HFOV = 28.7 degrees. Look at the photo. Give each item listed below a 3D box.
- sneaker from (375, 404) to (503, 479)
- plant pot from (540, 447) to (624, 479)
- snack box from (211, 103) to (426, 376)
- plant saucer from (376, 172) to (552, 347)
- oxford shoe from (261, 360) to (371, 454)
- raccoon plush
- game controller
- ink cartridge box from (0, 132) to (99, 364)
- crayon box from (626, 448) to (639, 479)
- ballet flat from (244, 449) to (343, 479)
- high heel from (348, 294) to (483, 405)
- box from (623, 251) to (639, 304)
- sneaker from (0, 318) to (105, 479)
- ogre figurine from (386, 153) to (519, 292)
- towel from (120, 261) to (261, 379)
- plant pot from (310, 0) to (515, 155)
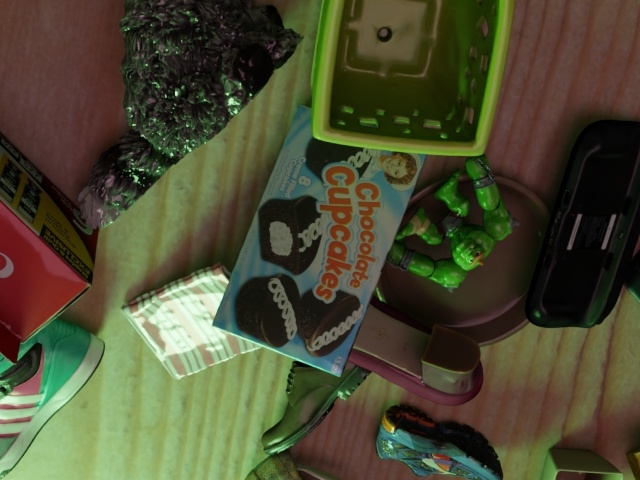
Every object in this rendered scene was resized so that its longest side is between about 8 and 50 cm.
[{"bbox_3d":[0.182,0.327,1.923,0.221,0.083,0.087,25,121,-11],"label":"sneaker"},{"bbox_3d":[0.396,0.382,1.953,0.108,0.096,0.109,5,111,-9],"label":"plant pot"},{"bbox_3d":[0.000,0.000,1.678,0.187,0.060,0.322,21,86,4],"label":"snack box"},{"bbox_3d":[0.212,0.028,1.815,0.277,0.041,0.278,-2,113,-6],"label":"plant saucer"},{"bbox_3d":[-0.020,0.226,1.857,0.096,0.083,0.227,43,103,1],"label":"oxford shoe"},{"bbox_3d":[-0.244,-0.240,1.570,0.446,0.216,0.299,-44,103,11],"label":"raccoon plush"},{"bbox_3d":[0.392,-0.018,1.789,0.166,0.067,0.319,4,111,-27],"label":"game controller"},{"bbox_3d":[-0.436,-0.032,1.583,0.130,0.272,0.309,-40,112,9],"label":"ink cartridge box"},{"bbox_3d":[0.625,0.408,2.000,0.203,0.083,0.323,-22,114,2],"label":"crayon box"},{"bbox_3d":[0.035,0.440,1.928,0.348,0.123,0.123,40,102,-20],"label":"ballet flat"},{"bbox_3d":[0.053,0.137,1.792,0.377,0.181,0.127,27,70,14],"label":"high heel"},{"bbox_3d":[0.687,0.024,1.781,0.293,0.212,0.395,33,105,-19],"label":"box"},{"bbox_3d":[-0.463,0.210,1.756,0.178,0.124,0.295,39,95,-25],"label":"sneaker"},{"bbox_3d":[0.189,-0.015,1.728,0.118,0.097,0.197,42,86,-2],"label":"ogre figurine"},{"bbox_3d":[-0.176,0.119,1.772,0.197,0.029,0.144,-23,113,28],"label":"towel"},{"bbox_3d":[0.101,-0.252,1.596,0.228,0.207,0.227,5,112,-10],"label":"plant pot"}]
